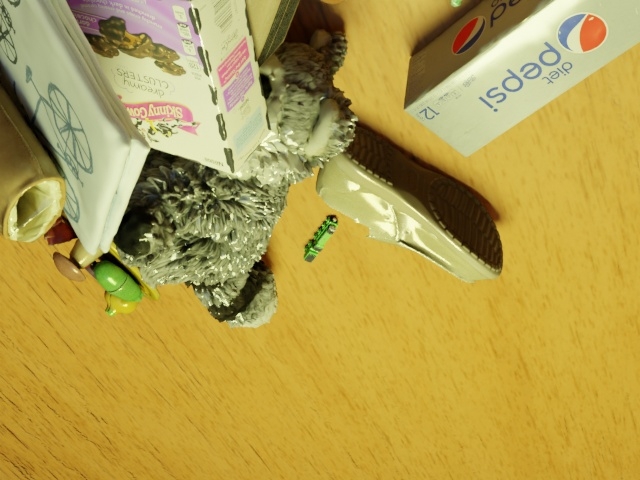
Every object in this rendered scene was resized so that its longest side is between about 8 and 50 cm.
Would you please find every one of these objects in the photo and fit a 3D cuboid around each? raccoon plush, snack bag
[{"bbox_3d":[-0.055,-0.073,1.258,0.299,0.216,0.446,-20,158,13],"label":"raccoon plush"},{"bbox_3d":[-0.271,-0.172,1.023,0.037,0.342,0.323,-28,172,-22],"label":"snack bag"}]

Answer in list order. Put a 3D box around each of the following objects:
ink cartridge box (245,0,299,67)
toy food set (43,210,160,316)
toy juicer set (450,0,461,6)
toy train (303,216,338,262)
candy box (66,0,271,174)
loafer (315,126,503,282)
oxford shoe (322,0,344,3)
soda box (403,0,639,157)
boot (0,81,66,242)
[{"bbox_3d":[-0.127,-0.273,0.980,0.235,0.088,0.193,32,147,1],"label":"ink cartridge box"},{"bbox_3d":[-0.301,0.030,1.405,0.128,0.071,0.218,21,155,46],"label":"toy food set"},{"bbox_3d":[0.055,-0.256,0.780,0.209,0.089,0.329,22,172,29],"label":"toy juicer set"},{"bbox_3d":[0.000,0.000,1.402,0.017,0.023,0.083,21,138,-15],"label":"toy train"},{"bbox_3d":[-0.143,-0.169,0.979,0.165,0.070,0.196,18,143,25],"label":"candy box"},{"bbox_3d":[0.105,-0.034,1.296,0.268,0.102,0.092,36,134,-17],"label":"loafer"},{"bbox_3d":[-0.035,-0.293,1.029,0.076,0.076,0.212,-21,133,28],"label":"oxford shoe"},{"bbox_3d":[0.216,-0.204,1.078,0.098,0.091,0.286,33,133,-25],"label":"soda box"},{"bbox_3d":[-0.370,-0.107,1.141,0.089,0.269,0.236,-28,165,-25],"label":"boot"}]
